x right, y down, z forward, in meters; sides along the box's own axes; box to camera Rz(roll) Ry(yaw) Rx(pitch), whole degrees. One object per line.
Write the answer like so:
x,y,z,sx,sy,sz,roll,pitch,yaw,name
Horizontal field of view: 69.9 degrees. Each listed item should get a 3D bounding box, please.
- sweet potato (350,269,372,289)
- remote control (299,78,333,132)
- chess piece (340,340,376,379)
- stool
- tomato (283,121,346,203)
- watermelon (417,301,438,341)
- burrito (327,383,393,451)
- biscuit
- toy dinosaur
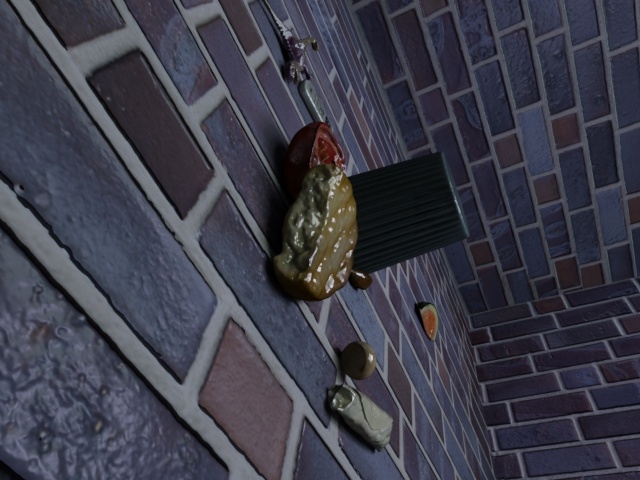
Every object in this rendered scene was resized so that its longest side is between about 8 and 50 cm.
0.102,0.100,1.244,0.117,0.049,0.049,40,37,-50,sweet potato
-0.010,-0.394,1.384,0.190,0.029,0.087,59,23,-32,remote control
0.083,0.262,1.001,0.038,0.084,0.083,24,49,-42,chess piece
0.225,-0.079,1.304,0.297,0.330,0.297,-17,90,-70,stool
-0.021,-0.155,1.060,0.228,0.101,0.227,-2,90,-69,tomato
0.470,0.345,2.018,0.245,0.063,0.119,62,40,-40,watermelon
0.094,0.375,0.973,0.275,0.059,0.082,53,42,-42,burrito
-0.001,0.000,0.924,0.213,0.091,0.274,58,42,-48,biscuit
-0.081,-0.553,1.279,0.200,0.072,0.251,-18,100,-60,toy dinosaur
